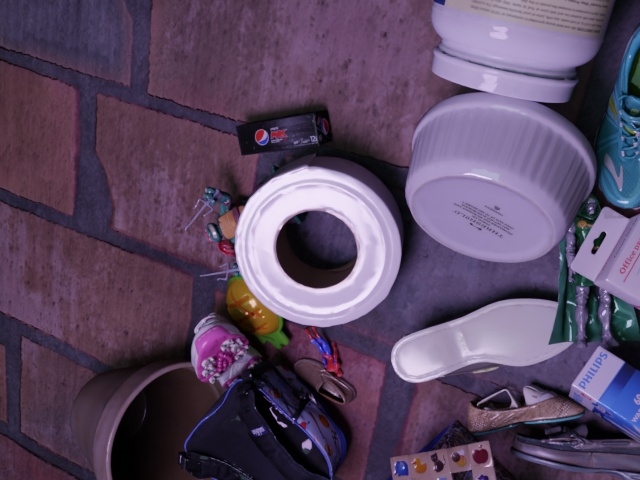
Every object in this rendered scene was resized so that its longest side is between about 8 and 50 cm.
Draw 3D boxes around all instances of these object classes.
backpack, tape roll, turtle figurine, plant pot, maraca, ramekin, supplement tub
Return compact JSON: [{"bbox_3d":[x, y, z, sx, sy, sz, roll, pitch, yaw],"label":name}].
[{"bbox_3d":[-0.090,0.392,1.464,0.263,0.213,0.276,45,119,10],"label":"backpack"},{"bbox_3d":[0.000,0.000,1.313,0.287,0.100,0.286,3,109,9],"label":"tape roll"},{"bbox_3d":[-0.152,-0.037,1.430,0.234,0.118,0.175,-27,106,17],"label":"turtle figurine"},{"bbox_3d":[-0.372,0.387,1.598,0.281,0.323,0.322,7,109,45],"label":"plant pot"},{"bbox_3d":[-0.120,0.139,1.480,0.127,0.099,0.185,16,137,37],"label":"maraca"},{"bbox_3d":[0.248,-0.077,1.104,0.273,0.127,0.272,19,152,10],"label":"ramekin"},{"bbox_3d":[0.281,-0.367,1.014,0.236,0.235,0.324,21,114,23],"label":"supplement tub"}]

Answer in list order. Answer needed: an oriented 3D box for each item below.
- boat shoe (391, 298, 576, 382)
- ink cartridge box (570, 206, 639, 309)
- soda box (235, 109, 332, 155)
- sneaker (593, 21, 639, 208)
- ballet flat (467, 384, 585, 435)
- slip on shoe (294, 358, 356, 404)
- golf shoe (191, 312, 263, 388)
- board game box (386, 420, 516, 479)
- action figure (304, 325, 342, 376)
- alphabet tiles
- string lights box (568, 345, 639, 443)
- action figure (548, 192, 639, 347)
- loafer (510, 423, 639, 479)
[{"bbox_3d":[0.270,0.163,1.263,0.305,0.091,0.109,-16,83,14],"label":"boat shoe"},{"bbox_3d":[0.475,0.040,1.085,0.198,0.067,0.115,29,86,7],"label":"ink cartridge box"},{"bbox_3d":[-0.066,-0.192,1.369,0.169,0.053,0.060,-4,103,29],"label":"soda box"},{"bbox_3d":[0.436,-0.174,1.061,0.107,0.110,0.275,12,111,26],"label":"sneaker"},{"bbox_3d":[0.337,0.279,1.284,0.206,0.073,0.067,-19,81,29],"label":"ballet flat"},{"bbox_3d":[0.003,0.276,1.482,0.135,0.041,0.051,31,118,18],"label":"slip on shoe"},{"bbox_3d":[-0.201,0.195,1.447,0.115,0.306,0.140,-37,72,-9],"label":"golf shoe"},{"bbox_3d":[0.251,0.517,1.358,0.291,0.141,0.232,45,121,11],"label":"board game box"},{"bbox_3d":[0.012,0.212,1.466,0.038,0.030,0.115,-23,98,38],"label":"action figure"},{"bbox_3d":[0.189,0.441,1.233,0.237,0.009,0.198,-23,64,38],"label":"alphabet tiles"},{"bbox_3d":[0.502,0.267,1.123,0.260,0.133,0.076,34,83,24],"label":"string lights box"},{"bbox_3d":[0.410,0.044,1.155,0.137,0.063,0.232,-5,93,2],"label":"action figure"},{"bbox_3d":[0.448,0.333,1.236,0.268,0.096,0.084,6,88,21],"label":"loafer"}]
